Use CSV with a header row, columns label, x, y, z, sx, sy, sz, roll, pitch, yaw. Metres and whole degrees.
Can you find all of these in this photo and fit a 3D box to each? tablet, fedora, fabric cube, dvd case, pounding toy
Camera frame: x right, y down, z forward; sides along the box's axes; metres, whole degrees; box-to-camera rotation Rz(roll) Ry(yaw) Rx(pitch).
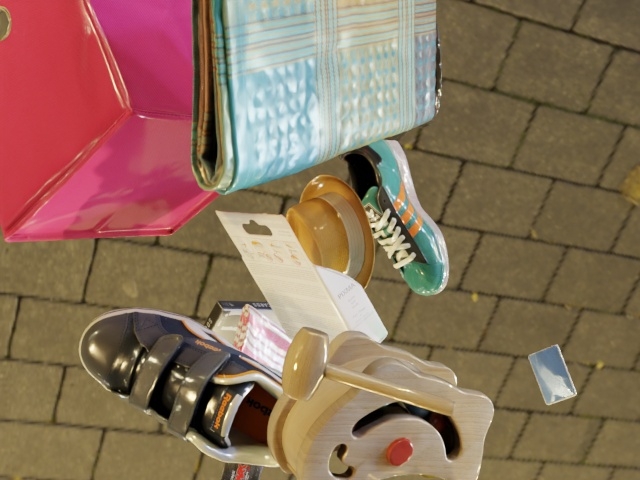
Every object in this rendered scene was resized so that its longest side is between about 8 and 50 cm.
label,x,y,z,sx,sy,sz,roll,pitch,yaw
tablet,0.362,0.210,1.517,0.054,0.083,0.006,-28,161,32
fedora,0.000,0.000,1.445,0.079,0.194,0.194,-10,123,-36
fabric cube,-0.237,-0.172,1.108,0.254,0.258,0.259,-35,161,33
dvd case,-0.118,0.182,1.717,0.238,0.029,0.179,5,126,-43
pounding toy,0.057,0.187,0.897,0.269,0.155,0.154,24,96,-34

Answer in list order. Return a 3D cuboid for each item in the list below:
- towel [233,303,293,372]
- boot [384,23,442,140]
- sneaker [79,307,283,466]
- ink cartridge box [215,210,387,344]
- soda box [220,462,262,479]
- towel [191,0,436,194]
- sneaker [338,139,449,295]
label,x,y,z,sx,sy,sz,roll,pitch,yaw
towel,-0.087,0.214,1.510,0.029,0.197,0.144,-14,141,36
boot,0.031,-0.204,1.340,0.222,0.338,0.118,2,77,-10
sneaker,-0.147,0.173,1.161,0.321,0.127,0.126,20,97,3
ink cartridge box,-0.028,0.043,1.291,0.056,0.181,0.225,-38,113,-27
soda box,-0.127,0.378,1.517,0.060,0.169,0.053,14,147,0
towel,0.009,-0.205,0.848,0.370,0.040,0.271,-26,121,-54
sneaker,0.116,-0.038,1.684,0.121,0.302,0.108,-14,166,-43
